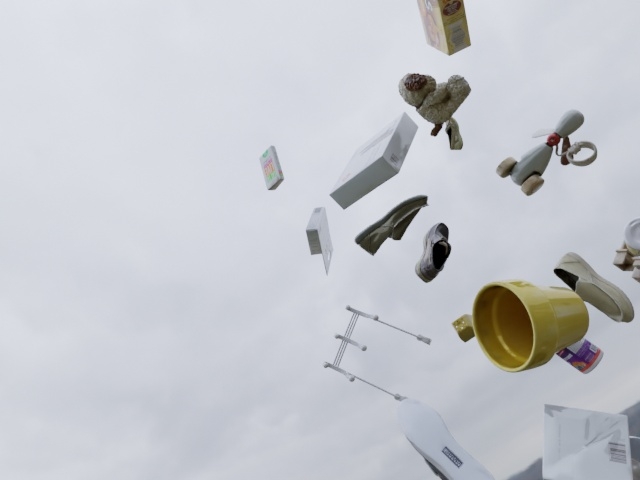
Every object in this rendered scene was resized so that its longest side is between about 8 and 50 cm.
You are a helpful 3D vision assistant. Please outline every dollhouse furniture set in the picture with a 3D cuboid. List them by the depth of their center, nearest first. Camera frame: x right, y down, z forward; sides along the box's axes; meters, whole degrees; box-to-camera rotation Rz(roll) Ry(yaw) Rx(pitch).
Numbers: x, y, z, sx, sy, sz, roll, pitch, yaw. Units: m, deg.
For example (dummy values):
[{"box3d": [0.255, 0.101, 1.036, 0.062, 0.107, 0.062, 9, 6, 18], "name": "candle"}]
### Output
[{"box3d": [1.336, 0.079, 1.655, 0.173, 0.303, 0.355, -61, 10, -11], "name": "dollhouse furniture set"}]

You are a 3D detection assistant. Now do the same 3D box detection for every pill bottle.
[{"box3d": [0.617, -0.003, 0.871, 0.065, 0.065, 0.116, -44, -33, 22], "name": "pill bottle"}, {"box3d": [0.889, 0.376, 1.641, 0.108, 0.194, 0.108, -45, -20, -21], "name": "pill bottle"}]

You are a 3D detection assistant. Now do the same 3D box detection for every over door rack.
[{"box3d": [0.193, 0.385, 1.572, 0.108, 0.325, 0.239, 50, -118, -75], "name": "over door rack"}]

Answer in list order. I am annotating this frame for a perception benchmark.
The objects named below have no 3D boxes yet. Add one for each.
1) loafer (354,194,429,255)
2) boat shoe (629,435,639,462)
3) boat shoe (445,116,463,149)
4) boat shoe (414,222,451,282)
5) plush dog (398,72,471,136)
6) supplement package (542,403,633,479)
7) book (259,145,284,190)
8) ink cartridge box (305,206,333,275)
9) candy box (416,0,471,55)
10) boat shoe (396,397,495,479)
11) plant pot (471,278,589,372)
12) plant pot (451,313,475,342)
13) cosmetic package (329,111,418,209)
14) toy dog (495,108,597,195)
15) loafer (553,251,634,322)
[{"box3d": [0.219, -0.042, 1.340, 0.251, 0.087, 0.094, -37, -9, 19], "name": "loafer"}, {"box3d": [1.137, 0.768, 1.720, 0.258, 0.095, 0.084, 16, -9, 9], "name": "boat shoe"}, {"box3d": [0.501, -0.410, 1.752, 0.048, 0.152, 0.056, -6, -23, -7], "name": "boat shoe"}, {"box3d": [0.564, 0.047, 2.176, 0.132, 0.355, 0.130, 36, -37, -15], "name": "boat shoe"}, {"box3d": [0.384, -0.523, 1.669, 0.226, 0.262, 0.210, 31, -80, -5], "name": "plush dog"}, {"box3d": [0.720, 0.603, 1.249, 0.198, 0.199, 0.262, -1, -39, 28], "name": "supplement package"}, {"box3d": [-0.186, -0.278, 1.761, 0.035, 0.144, 0.096, -5, -20, -38], "name": "book"}, {"box3d": [0.000, 0.000, 2.152, 0.060, 0.275, 0.238, -6, -65, 11], "name": "ink cartridge box"}, {"box3d": [0.377, -0.775, 1.464, 0.088, 0.182, 0.316, -25, -52, 2], "name": "candy box"}, {"box3d": [0.308, 0.540, 1.167, 0.108, 0.301, 0.102, -32, -38, -26], "name": "boat shoe"}, {"box3d": [0.606, 0.228, 1.298, 0.239, 0.253, 0.253, -5, -40, -19], "name": "plant pot"}, {"box3d": [0.543, 0.326, 1.732, 0.081, 0.081, 0.083, -40, -39, 19], "name": "plant pot"}, {"box3d": [0.212, -0.314, 1.782, 0.097, 0.377, 0.284, 43, -48, -13], "name": "cosmetic package"}, {"box3d": [0.818, -0.305, 1.669, 0.334, 0.220, 0.161, -30, -17, 32], "name": "toy dog"}, {"box3d": [0.821, 0.153, 1.397, 0.092, 0.268, 0.101, -27, -40, -8], "name": "loafer"}]
